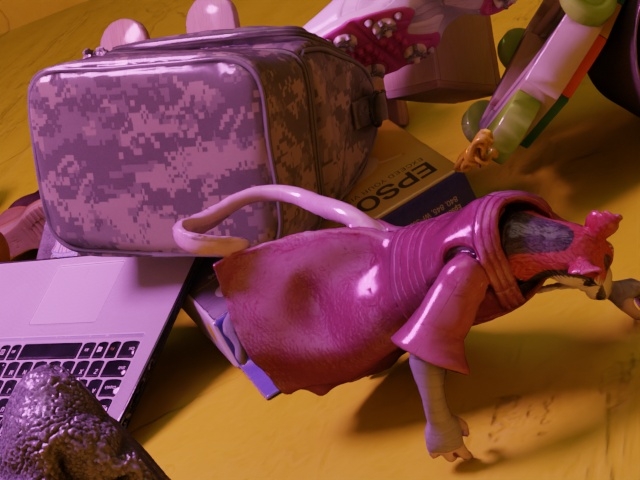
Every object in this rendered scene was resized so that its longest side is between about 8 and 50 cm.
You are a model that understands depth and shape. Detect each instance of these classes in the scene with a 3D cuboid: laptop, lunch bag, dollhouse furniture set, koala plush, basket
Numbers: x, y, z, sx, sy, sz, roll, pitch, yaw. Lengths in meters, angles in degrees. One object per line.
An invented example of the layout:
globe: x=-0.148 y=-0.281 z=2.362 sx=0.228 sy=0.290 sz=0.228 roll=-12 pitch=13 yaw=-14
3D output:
laptop: x=-0.386 y=0.123 z=1.702 sx=0.382 sy=0.236 sz=0.408 roll=-4 pitch=52 yaw=43
lunch bag: x=-0.114 y=-0.108 z=1.736 sx=0.305 sy=0.213 sz=0.256 roll=-1 pitch=12 yaw=29
dollhouse furniture set: x=-0.010 y=-0.266 z=2.023 sx=0.394 sy=0.257 sz=0.362 roll=-10 pitch=-4 yaw=33
koala plush: x=-0.239 y=0.235 z=1.383 sx=0.221 sy=0.203 sz=0.196 roll=-40 pitch=22 yaw=-6
basket: x=0.362 y=-0.192 z=1.739 sx=0.154 sy=0.204 sz=0.227 roll=-16 pitch=9 yaw=-5

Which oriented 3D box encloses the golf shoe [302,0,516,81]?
golf shoe: x=0.095 y=-0.274 z=1.811 sx=0.306 sy=0.115 sz=0.140 roll=-27 pitch=57 yaw=9

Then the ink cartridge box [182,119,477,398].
ink cartridge box: x=0.000 y=0.000 z=1.750 sx=0.303 sy=0.072 sz=0.307 roll=-32 pitch=29 yaw=-12

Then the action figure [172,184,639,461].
action figure: x=0.103 y=0.017 z=1.406 sx=0.370 sy=0.276 sz=0.248 roll=-24 pitch=9 yaw=47

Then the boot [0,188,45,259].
boot: x=-0.335 y=-0.059 z=2.327 sx=0.248 sy=0.090 sz=0.207 roll=-15 pitch=24 yaw=36

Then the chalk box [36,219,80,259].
chalk box: x=-0.231 y=0.000 z=1.947 sx=0.132 sy=0.132 sz=0.213 roll=-1 pitch=74 yaw=44

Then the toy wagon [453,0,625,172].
toy wagon: x=0.231 y=-0.189 z=1.741 sx=0.344 sy=0.068 sz=0.267 roll=-62 pitch=4 yaw=-33

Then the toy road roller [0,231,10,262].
toy road roller: x=-0.534 y=0.034 z=1.945 sx=0.202 sy=0.241 sz=0.330 roll=18 pitch=55 yaw=22
